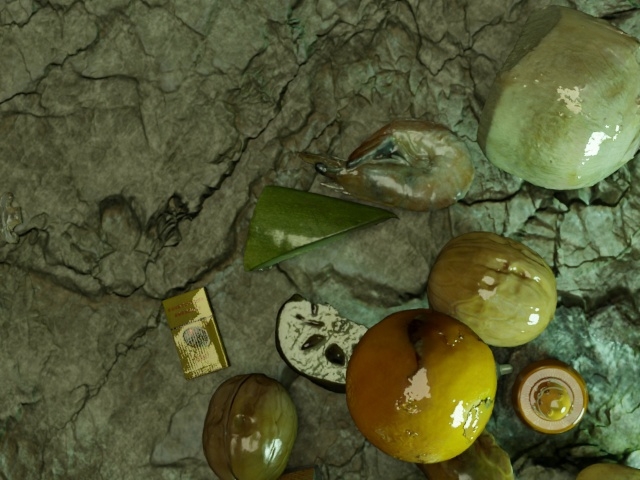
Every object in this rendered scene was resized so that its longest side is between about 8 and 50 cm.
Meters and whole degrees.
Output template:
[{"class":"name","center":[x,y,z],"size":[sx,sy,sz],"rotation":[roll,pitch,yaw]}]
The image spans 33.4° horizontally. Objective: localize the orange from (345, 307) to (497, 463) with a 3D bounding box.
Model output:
[{"class":"orange","center":[0.160,0.230,1.691],"size":[0.246,0.246,0.246],"rotation":[-1,86,9]}]

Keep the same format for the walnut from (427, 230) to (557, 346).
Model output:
[{"class":"walnut","center":[0.292,0.086,1.802],"size":[0.222,0.195,0.195],"rotation":[21,90,4]}]

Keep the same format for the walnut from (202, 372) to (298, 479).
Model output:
[{"class":"walnut","center":[-0.122,0.330,1.862],"size":[0.167,0.167,0.207],"rotation":[5,66,9]}]

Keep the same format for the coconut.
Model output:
[{"class":"coconut","center":[0.415,-0.223,1.758],"size":[0.254,0.297,0.297],"rotation":[23,90,12]}]

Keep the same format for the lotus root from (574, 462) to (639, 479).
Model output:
[{"class":"lotus root","center":[0.492,0.439,1.790],"size":[0.221,0.118,0.125],"rotation":[5,70,6]}]

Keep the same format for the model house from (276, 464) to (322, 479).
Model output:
[{"class":"model house","center":[-0.040,0.456,1.875],"size":[0.088,0.100,0.100],"rotation":[-13,85,8]}]

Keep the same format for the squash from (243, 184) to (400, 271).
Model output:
[{"class":"squash","center":[0.000,0.000,1.901],"size":[0.252,0.093,0.169],"rotation":[13,87,10]}]

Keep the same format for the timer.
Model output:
[{"class":"timer","center":[0.391,0.269,1.794],"size":[0.132,0.152,0.132],"rotation":[-1,86,9]}]

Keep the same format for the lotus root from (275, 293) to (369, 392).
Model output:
[{"class":"lotus root","center":[0.017,0.190,1.874],"size":[0.235,0.119,0.138],"rotation":[25,85,8]}]

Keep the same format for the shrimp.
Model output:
[{"class":"shrimp","center":[0.119,-0.146,1.909],"size":[0.317,0.077,0.168],"rotation":[12,78,5]}]

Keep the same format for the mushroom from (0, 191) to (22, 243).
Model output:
[{"class":"mushroom","center":[-0.595,-0.042,2.033],"size":[0.049,0.019,0.101],"rotation":[-12,85,7]}]

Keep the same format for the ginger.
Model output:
[{"class":"ginger","center":[0.243,0.400,1.807],"size":[0.172,0.165,0.321],"rotation":[-20,67,13]}]

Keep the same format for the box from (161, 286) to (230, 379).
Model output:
[{"class":"box","center":[-0.229,0.171,1.962],"size":[0.087,0.023,0.155],"rotation":[-18,84,5]}]

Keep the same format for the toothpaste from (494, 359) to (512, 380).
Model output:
[{"class":"toothpaste","center":[0.240,0.237,1.880],"size":[0.197,0.035,0.057],"rotation":[-8,80,11]}]
